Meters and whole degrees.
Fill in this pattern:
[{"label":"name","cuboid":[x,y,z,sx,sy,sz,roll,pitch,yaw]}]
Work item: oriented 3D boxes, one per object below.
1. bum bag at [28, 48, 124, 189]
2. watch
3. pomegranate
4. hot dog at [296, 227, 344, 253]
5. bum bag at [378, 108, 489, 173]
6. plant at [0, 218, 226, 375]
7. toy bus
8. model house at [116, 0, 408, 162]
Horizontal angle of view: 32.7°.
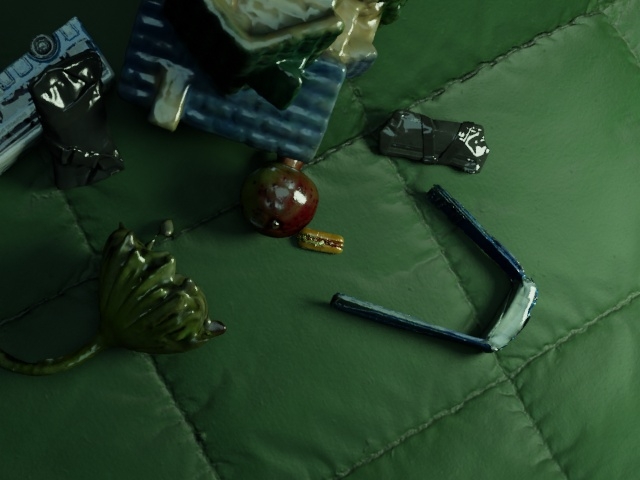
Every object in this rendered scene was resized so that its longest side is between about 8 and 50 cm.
[{"label":"bum bag","cuboid":[-0.373,-0.176,1.684,0.123,0.248,0.060,-33,48,-24]},{"label":"watch","cuboid":[0.204,0.093,1.831,0.274,0.068,0.276,43,79,-3]},{"label":"pomegranate","cuboid":[-0.057,-0.077,1.782,0.129,0.129,0.159,47,51,-2]},{"label":"hot dog","cuboid":[0.000,0.000,1.827,0.083,0.021,0.037,9,81,-11]},{"label":"bum bag","cuboid":[0.195,-0.172,1.872,0.198,0.049,0.087,10,106,-10]},{"label":"plant","cuboid":[-0.316,0.144,1.711,0.333,0.180,0.251,-46,66,7]},{"label":"toy bus","cuboid":[-0.469,-0.217,1.724,0.297,0.106,0.131,-39,94,-11]},{"label":"model house","cuboid":[-0.075,-0.326,1.639,0.395,0.445,0.399,22,78,-10]}]
